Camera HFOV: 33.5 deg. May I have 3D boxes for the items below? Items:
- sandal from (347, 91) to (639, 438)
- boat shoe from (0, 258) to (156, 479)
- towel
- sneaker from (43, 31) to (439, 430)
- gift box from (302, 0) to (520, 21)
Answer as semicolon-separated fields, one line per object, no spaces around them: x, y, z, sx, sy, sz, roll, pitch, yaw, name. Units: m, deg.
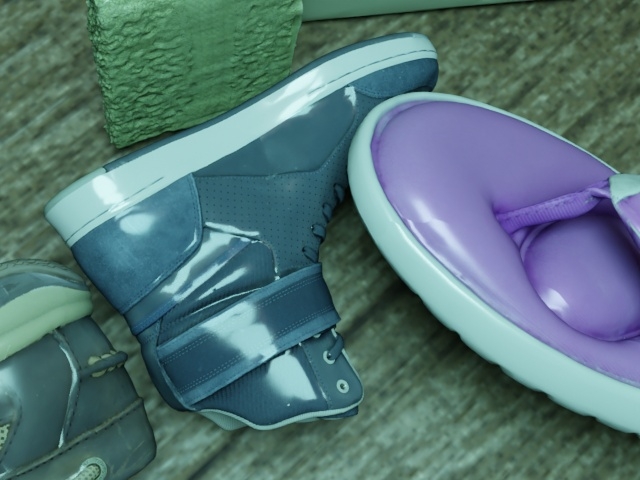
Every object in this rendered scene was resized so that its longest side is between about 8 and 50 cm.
0.207;0.033;0.514;0.416;0.102;0.169;31;40;-9;sandal
-0.224;0.153;0.446;0.355;0.132;0.130;-38;89;-8;boat shoe
-0.061;-0.097;0.528;0.110;0.148;0.027;-20;73;-12;towel
-0.001;0.001;0.545;0.226;0.086;0.163;-31;88;-22;sneaker
0.026;-0.275;0.530;0.258;0.276;0.255;-8;70;-8;gift box
